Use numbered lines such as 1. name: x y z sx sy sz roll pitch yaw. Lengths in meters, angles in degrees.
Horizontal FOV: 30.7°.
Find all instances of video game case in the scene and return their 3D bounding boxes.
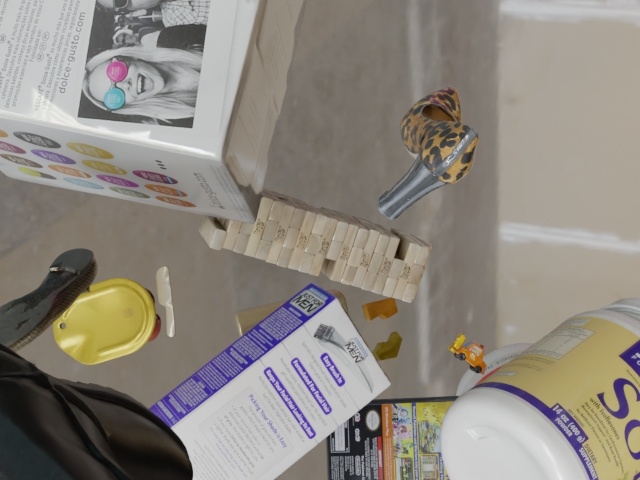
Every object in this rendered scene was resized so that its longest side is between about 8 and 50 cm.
1. video game case: 0.131 0.400 1.934 0.035 0.248 0.274 18 68 -66

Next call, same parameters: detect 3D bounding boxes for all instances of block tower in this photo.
1. block tower: 0.000 0.000 1.697 0.091 0.336 0.097 -138 -115 -68

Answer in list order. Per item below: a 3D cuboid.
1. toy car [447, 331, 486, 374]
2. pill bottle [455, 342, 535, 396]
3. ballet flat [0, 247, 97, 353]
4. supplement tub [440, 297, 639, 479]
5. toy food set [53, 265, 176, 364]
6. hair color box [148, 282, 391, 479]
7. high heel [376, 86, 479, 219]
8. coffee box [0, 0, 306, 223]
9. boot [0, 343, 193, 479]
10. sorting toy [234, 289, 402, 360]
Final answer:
1. toy car: 0.224 0.164 1.710 0.040 0.060 0.122 -51 167 -3
2. pill bottle: 0.417 0.399 2.140 0.407 0.229 0.229 -112 -171 -50
3. ballet flat: -0.376 0.095 1.561 0.250 0.084 0.058 -54 147 -51
4. supplement tub: 0.349 0.239 1.555 0.331 0.241 0.241 -30 129 -32
5. toy food set: -0.327 0.128 1.919 0.071 0.218 0.128 19 55 -77
6. hair color box: -0.080 0.244 1.800 0.339 0.110 0.185 -36 115 -11
7. high heel: 0.178 -0.152 1.535 0.186 0.093 0.261 -40 -163 48
8. coffee box: -0.214 -0.238 1.331 0.337 0.334 0.338 78 24 -79
9. boot: -0.151 0.245 0.972 0.367 0.445 0.146 34 83 -41
10. sorting toy: 0.009 0.205 2.049 0.307 0.041 0.229 -12 85 -27
